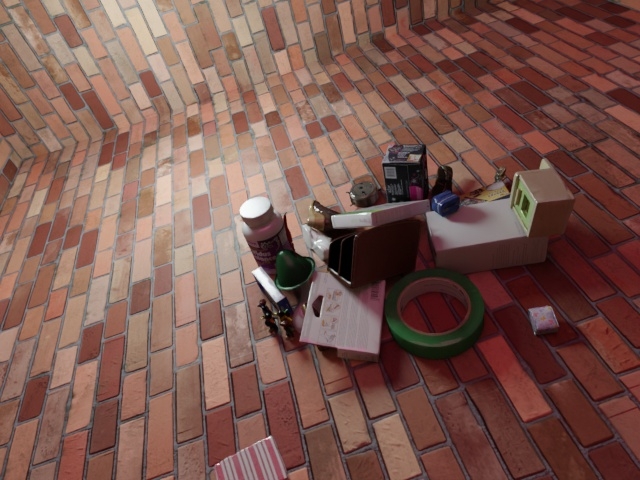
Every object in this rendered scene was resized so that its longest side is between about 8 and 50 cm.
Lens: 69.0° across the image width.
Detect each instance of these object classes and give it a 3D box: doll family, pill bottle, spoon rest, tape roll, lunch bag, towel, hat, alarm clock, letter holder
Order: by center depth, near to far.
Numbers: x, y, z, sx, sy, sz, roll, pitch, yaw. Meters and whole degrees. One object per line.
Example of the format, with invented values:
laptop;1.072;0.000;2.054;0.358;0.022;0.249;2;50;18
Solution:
towel;-0.201;0.669;1.342;0.196;0.029;0.144;-24;43;-10
lunch bag;0.696;0.247;1.457;0.070;0.053;0.083;-11;53;10
tape roll;0.378;0.237;1.556;0.320;0.077;0.322;-9;44;9
letter holder;0.193;0.014;1.662;0.301;0.215;0.152;-13;30;-32
doll family;-0.161;0.278;1.667;0.192;0.112;0.076;11;50;28
hat;-0.134;0.049;1.689;0.172;0.184;0.208;-30;30;-1
lunch bag;0.462;-0.133;1.695;0.098;0.067;0.065;-26;41;-13
spoon rest;-0.048;0.224;1.727;0.137;0.084;0.277;-16;56;4
pill bottle;-0.214;-0.020;1.853;0.169;0.302;0.169;-10;43;9
alarm clock;0.213;-0.217;2.095;0.191;0.064;0.130;-14;43;0

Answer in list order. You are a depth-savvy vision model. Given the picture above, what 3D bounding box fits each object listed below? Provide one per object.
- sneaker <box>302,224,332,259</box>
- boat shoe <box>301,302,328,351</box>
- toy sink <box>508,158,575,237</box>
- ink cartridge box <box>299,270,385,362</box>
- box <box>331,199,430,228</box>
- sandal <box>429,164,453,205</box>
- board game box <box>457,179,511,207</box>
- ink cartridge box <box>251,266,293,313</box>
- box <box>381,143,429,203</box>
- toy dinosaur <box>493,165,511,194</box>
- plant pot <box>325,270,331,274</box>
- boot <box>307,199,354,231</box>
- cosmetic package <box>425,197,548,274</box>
sneaker;0.000;0.000;1.942;0.094;0.080;0.212;-21;46;-23
boat shoe;-0.022;0.298;1.599;0.060;0.064;0.178;-41;69;25
toy sink;0.720;-0.146;1.557;0.131;0.153;0.234;-6;44;3
ink cartridge box;0.083;0.253;1.597;0.260;0.066;0.297;7;50;7
box;0.236;-0.103;1.814;0.321;0.059;0.232;-13;7;-36
sandal;0.516;-0.226;1.994;0.089;0.060;0.220;11;61;7
board game box;0.610;-0.149;1.824;0.243;0.042;0.165;-20;20;19
ink cartridge box;-0.185;0.195;1.773;0.046;0.097;0.207;-32;44;-15
box;0.360;-0.265;1.954;0.163;0.248;0.142;5;45;23
toy dinosaur;0.737;-0.192;1.896;0.118;0.064;0.268;11;54;35
plant pot;0.127;0.128;1.786;0.236;0.033;0.237;-10;43;9
boot;0.049;-0.099;2.023;0.206;0.090;0.248;7;25;-2
cosmetic package;0.591;-0.015;1.691;0.384;0.156;0.217;-9;43;11
